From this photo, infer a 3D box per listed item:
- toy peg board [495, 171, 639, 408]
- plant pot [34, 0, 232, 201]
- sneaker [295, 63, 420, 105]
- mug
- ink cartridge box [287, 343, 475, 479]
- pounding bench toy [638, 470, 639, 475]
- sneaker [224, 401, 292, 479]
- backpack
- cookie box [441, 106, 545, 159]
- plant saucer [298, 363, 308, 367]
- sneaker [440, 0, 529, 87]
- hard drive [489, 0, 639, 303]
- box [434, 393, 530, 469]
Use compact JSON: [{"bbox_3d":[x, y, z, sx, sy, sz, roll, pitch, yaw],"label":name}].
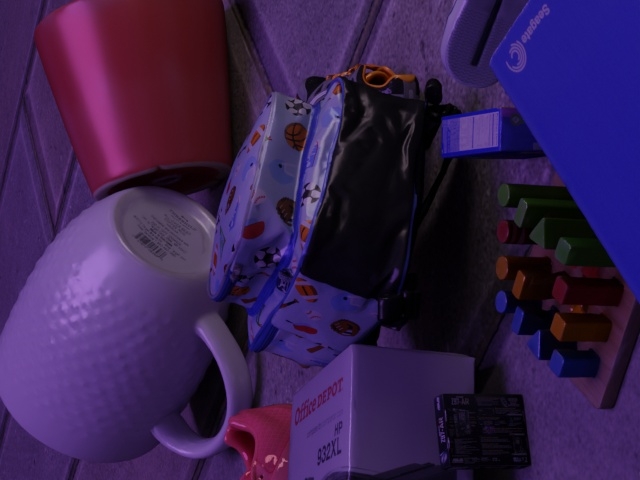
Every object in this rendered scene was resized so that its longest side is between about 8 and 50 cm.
[{"bbox_3d":[0.196,0.032,1.314,0.161,0.079,0.160,-126,45,-56],"label":"toy peg board"},{"bbox_3d":[-0.237,-0.190,2.143,0.275,0.275,0.243,-33,68,62],"label":"plant pot"},{"bbox_3d":[0.046,-0.153,1.684,0.215,0.084,0.083,27,113,53],"label":"sneaker"},{"bbox_3d":[-0.232,0.129,2.107,0.374,0.276,0.328,47,130,18],"label":"mug"},{"bbox_3d":[0.050,0.274,1.483,0.223,0.129,0.307,131,145,-66],"label":"ink cartridge box"},{"bbox_3d":[0.273,0.191,1.154,0.065,0.052,0.083,-110,32,-41],"label":"pounding bench toy"},{"bbox_3d":[-0.025,0.300,1.720,0.314,0.136,0.116,-117,36,-48],"label":"sneaker"},{"bbox_3d":[0.000,0.000,1.532,0.263,0.213,0.276,106,180,-54],"label":"backpack"},{"bbox_3d":[0.170,-0.093,1.371,0.107,0.092,0.040,179,90,-66],"label":"cookie box"},{"bbox_3d":[-0.024,0.112,1.888,0.083,0.015,0.083,-177,90,-67],"label":"plant saucer"},{"bbox_3d":[0.172,-0.263,1.389,0.091,0.094,0.258,-86,21,-61],"label":"sneaker"},{"bbox_3d":[0.254,-0.075,1.134,0.318,0.040,0.210,62,145,24],"label":"hard drive"},{"bbox_3d":[0.145,0.172,1.408,0.018,0.083,0.067,142,126,-60],"label":"box"}]
